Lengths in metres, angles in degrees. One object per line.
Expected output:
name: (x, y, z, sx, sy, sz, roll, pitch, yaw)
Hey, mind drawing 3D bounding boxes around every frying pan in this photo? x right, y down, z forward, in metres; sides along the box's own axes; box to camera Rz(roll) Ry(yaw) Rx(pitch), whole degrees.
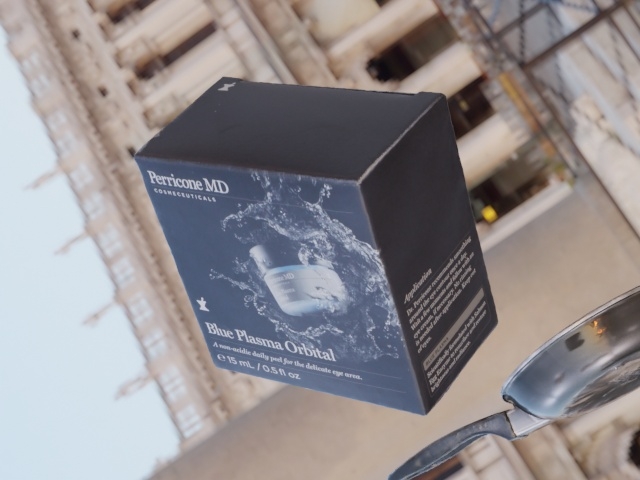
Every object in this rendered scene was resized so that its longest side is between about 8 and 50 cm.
frying pan: (0.182, 0.121, 1.101, 0.053, 0.326, 0.197, 60, -174, 22)

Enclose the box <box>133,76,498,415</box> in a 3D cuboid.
box: (0.000, 0.000, 0.771, 0.093, 0.156, 0.158, -46, -48, -39)
